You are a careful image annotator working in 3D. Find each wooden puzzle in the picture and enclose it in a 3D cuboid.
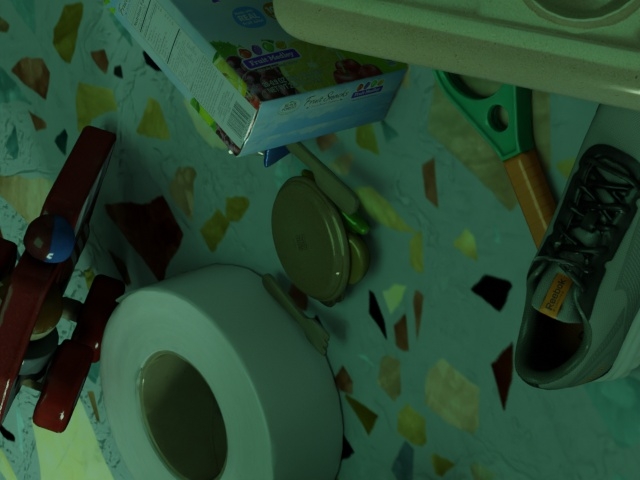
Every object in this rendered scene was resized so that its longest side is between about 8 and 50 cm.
[{"bbox_3d":[0.135,-0.284,0.991,0.322,0.080,0.348,15,111,25],"label":"wooden puzzle"}]

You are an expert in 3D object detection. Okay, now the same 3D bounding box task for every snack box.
[{"bbox_3d":[-0.057,-0.177,1.241,0.207,0.174,0.070,47,133,24],"label":"snack box"}]

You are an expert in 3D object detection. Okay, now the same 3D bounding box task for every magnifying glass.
[{"bbox_3d":[0.150,-0.091,1.159,0.092,0.026,0.231,-26,86,50],"label":"magnifying glass"}]

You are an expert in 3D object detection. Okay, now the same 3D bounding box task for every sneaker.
[{"bbox_3d":[0.212,0.001,1.061,0.100,0.108,0.271,34,127,38],"label":"sneaker"}]

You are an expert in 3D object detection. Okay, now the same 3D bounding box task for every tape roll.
[{"bbox_3d":[-0.108,0.170,1.494,0.286,0.100,0.286,22,121,43],"label":"tape roll"}]

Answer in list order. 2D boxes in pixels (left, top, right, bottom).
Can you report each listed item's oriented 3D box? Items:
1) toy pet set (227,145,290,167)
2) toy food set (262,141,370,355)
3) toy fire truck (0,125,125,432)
[{"bbox_3d":[-0.049,-0.125,1.329,0.122,0.065,0.114,-99,15,-50],"label":"toy pet set"},{"bbox_3d":[0.000,0.000,1.361,0.132,0.038,0.192,47,140,36],"label":"toy food set"},{"bbox_3d":[-0.300,0.042,1.528,0.169,0.302,0.254,20,124,-3],"label":"toy fire truck"}]
